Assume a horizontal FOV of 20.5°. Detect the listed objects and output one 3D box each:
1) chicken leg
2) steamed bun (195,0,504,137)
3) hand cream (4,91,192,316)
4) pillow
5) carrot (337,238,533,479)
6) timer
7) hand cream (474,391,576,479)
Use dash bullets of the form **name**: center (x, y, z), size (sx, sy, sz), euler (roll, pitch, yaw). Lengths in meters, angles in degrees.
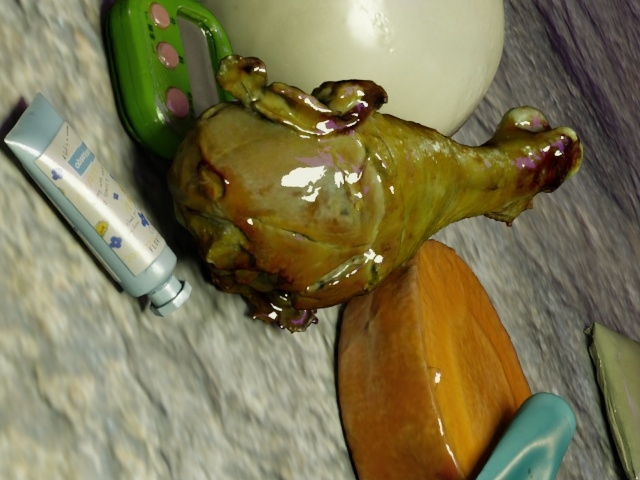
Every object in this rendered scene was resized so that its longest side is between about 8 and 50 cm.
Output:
- **chicken leg**: center (0.037, -0.019, 1.339), size (0.361, 0.211, 0.140), euler (9, 38, -43)
- **steamed bun**: center (0.033, -0.223, 1.499), size (0.324, 0.206, 0.324), euler (43, 35, -41)
- **hand cream**: center (-0.150, -0.020, 1.196), size (0.170, 0.043, 0.065), euler (52, 30, -21)
- **pillow**: center (0.347, 0.193, 1.934), size (0.119, 0.053, 0.208), euler (31, 42, -53)
- **carrot**: center (0.114, 0.139, 1.498), size (0.258, 0.100, 0.307), euler (42, 37, -45)
- **timer**: center (-0.108, -0.121, 1.340), size (0.128, 0.047, 0.140), euler (15, 58, -56)
- **hand cream**: center (0.157, 0.183, 1.395), size (0.083, 0.048, 0.224), euler (64, 30, -15)
